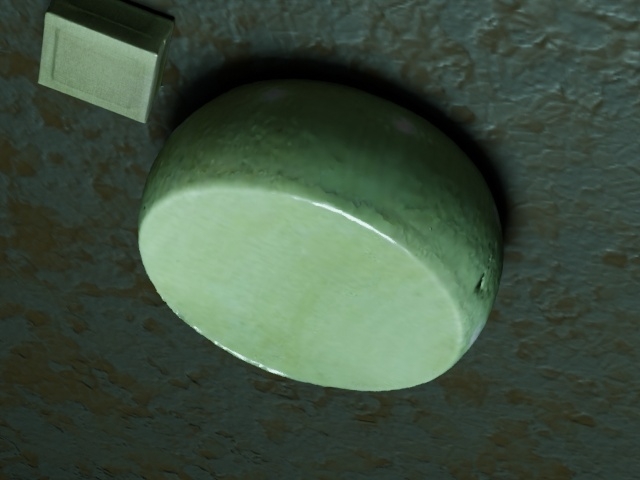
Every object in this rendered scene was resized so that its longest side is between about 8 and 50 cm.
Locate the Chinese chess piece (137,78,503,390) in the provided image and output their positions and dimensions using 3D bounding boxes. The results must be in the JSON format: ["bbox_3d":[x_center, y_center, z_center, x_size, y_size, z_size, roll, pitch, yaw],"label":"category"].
[{"bbox_3d":[0.000,0.000,1.207,0.250,0.101,0.250,14,146,10],"label":"Chinese chess piece"}]

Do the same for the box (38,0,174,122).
[{"bbox_3d":[-0.142,-0.123,1.171,0.079,0.035,0.083,22,147,-1],"label":"box"}]
